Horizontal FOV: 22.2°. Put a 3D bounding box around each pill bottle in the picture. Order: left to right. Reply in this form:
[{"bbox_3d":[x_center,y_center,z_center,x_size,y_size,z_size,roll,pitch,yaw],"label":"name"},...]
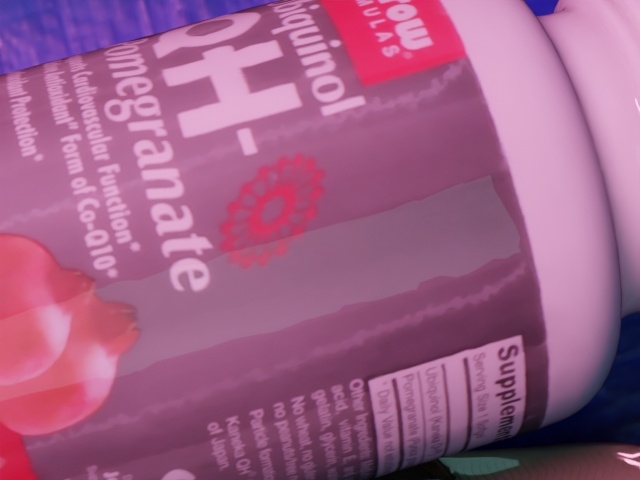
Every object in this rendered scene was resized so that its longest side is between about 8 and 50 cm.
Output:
[{"bbox_3d":[0.000,0.000,0.592,0.318,0.176,0.176,-16,103,-7],"label":"pill bottle"}]

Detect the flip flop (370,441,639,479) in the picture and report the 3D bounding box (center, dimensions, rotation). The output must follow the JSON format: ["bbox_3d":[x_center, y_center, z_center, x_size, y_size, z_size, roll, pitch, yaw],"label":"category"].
[{"bbox_3d":[0.022,0.130,0.640,0.277,0.080,0.112,-10,62,0],"label":"flip flop"}]
